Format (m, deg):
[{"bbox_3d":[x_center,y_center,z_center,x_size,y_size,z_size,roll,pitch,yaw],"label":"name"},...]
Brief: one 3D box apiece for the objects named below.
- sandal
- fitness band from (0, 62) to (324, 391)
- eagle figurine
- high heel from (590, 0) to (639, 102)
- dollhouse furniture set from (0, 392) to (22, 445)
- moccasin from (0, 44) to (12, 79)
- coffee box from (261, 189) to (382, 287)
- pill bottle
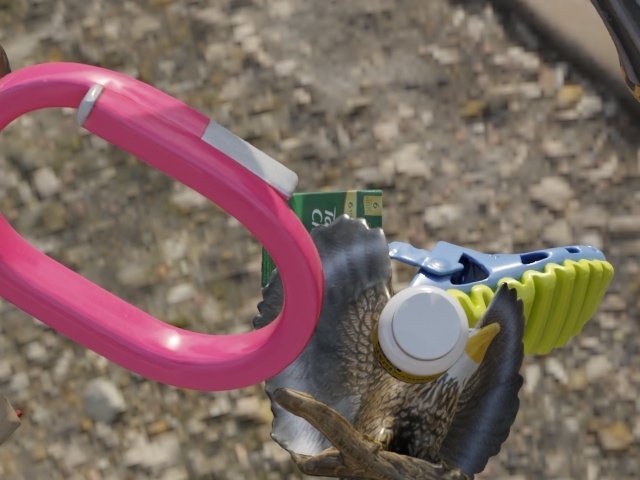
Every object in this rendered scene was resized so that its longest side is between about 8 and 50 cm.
[{"bbox_3d":[0.153,0.046,1.915,0.317,0.126,0.138,-8,44,-34],"label":"sandal"},{"bbox_3d":[-0.132,-0.004,1.375,0.291,0.209,0.054,31,36,-7],"label":"fitness band"},{"bbox_3d":[0.068,0.129,1.579,0.225,0.226,0.298,-16,22,6],"label":"eagle figurine"},{"bbox_3d":[0.256,-0.213,1.347,0.093,0.186,0.261,-3,48,41],"label":"high heel"},{"bbox_3d":[-0.353,0.115,1.506,0.129,0.184,0.129,-47,23,-24],"label":"dollhouse furniture set"},{"bbox_3d":[-0.359,0.006,1.607,0.147,0.380,0.139,3,24,-31],"label":"moccasin"},{"bbox_3d":[0.000,0.000,2.165,0.040,0.113,0.184,2,0,-36],"label":"coffee box"},{"bbox_3d":[0.071,0.066,1.377,0.065,0.116,0.065,0,81,-1],"label":"pill bottle"}]
